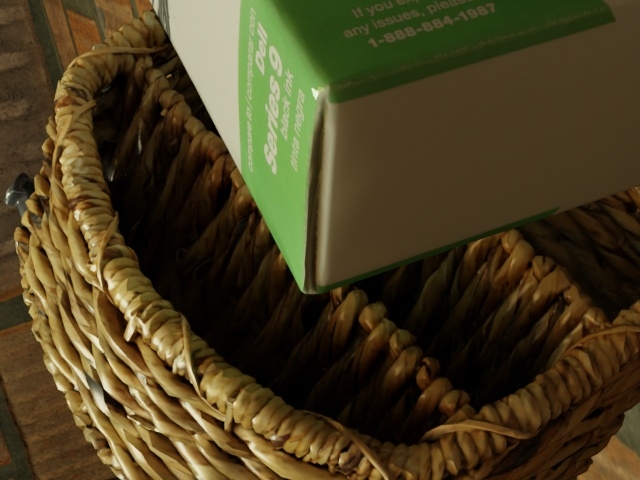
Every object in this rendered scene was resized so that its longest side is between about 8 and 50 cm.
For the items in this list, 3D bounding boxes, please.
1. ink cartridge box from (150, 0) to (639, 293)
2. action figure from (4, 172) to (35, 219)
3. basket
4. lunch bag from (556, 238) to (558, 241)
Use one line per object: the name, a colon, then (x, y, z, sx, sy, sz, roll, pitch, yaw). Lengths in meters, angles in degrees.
ink cartridge box: (0.032, -0.146, 0.559, 0.121, 0.211, 0.289, 92, 154, -52)
action figure: (-0.087, 0.004, 1.133, 0.178, 0.341, 0.330, -58, 28, 21)
basket: (0.000, 0.000, 0.619, 0.299, 0.213, 0.223, 49, 127, 29)
lunch bag: (0.073, 0.003, 0.819, 0.219, 0.090, 0.176, 108, 141, -66)
